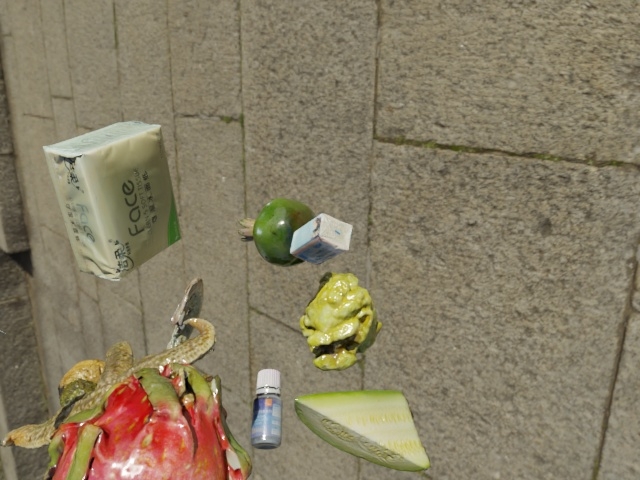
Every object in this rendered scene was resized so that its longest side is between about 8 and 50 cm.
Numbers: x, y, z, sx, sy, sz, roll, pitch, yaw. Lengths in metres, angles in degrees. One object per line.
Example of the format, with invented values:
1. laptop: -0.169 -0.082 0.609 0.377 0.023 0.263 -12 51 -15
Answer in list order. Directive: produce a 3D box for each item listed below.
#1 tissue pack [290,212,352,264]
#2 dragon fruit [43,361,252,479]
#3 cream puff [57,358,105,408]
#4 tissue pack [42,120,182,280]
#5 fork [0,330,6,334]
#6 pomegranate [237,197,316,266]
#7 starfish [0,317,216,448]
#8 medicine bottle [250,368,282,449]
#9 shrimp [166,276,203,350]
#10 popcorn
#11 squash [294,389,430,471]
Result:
1. tissue pack: 0.000 0.000 0.903 0.094 0.074 0.059 -29 45 47
2. dragon fruit: -0.214 0.301 0.612 0.237 0.231 0.303 -15 64 57
3. cream puff: -0.676 0.459 1.466 0.169 0.183 0.184 -126 35 -70
4. tissue pack: -0.618 -0.131 1.573 0.205 0.332 0.405 9 119 26
5. fork: -0.805 0.197 1.210 0.016 0.012 0.115 -17 131 32
6. pomegranate: -0.116 -0.024 1.341 0.225 0.187 0.187 6 106 26
7. starfish: -0.444 0.299 1.100 0.431 0.324 0.083 -17 118 22
8. medicine bottle: -0.144 0.459 1.388 0.083 0.083 0.203 -47 33 43
9. shrimp: -0.322 0.184 1.199 0.047 0.224 0.126 13 144 1
10. popcorn: 0.052 0.223 1.467 0.234 0.242 0.250 -13 103 7
11. squash: 0.084 0.465 1.186 0.111 0.288 0.203 115 148 -43
